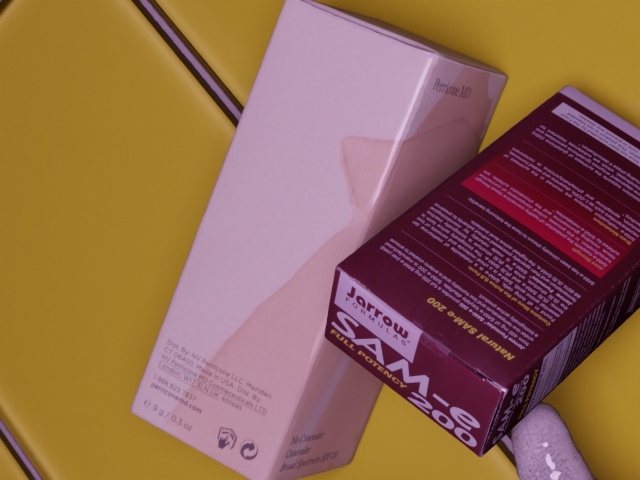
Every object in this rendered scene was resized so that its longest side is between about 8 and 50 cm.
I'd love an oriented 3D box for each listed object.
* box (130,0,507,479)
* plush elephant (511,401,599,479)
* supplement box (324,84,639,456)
[{"bbox_3d":[0.000,0.000,1.113,0.121,0.148,0.311,26,102,24],"label":"box"},{"bbox_3d":[0.170,0.221,0.968,0.272,0.255,0.330,-23,119,17],"label":"plush elephant"},{"bbox_3d":[0.129,0.012,0.998,0.130,0.239,0.073,37,143,23],"label":"supplement box"}]
